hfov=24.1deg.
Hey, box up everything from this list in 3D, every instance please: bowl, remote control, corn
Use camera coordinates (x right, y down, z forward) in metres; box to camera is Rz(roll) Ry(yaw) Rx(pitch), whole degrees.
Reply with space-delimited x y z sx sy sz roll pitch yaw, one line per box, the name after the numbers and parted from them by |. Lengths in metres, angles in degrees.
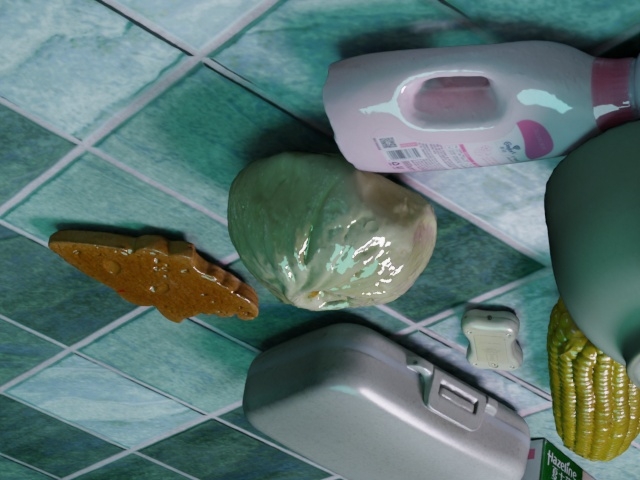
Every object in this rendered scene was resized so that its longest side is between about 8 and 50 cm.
0.379 0.045 1.408 0.354 0.185 0.354 8 152 4 | bowl
0.217 0.125 1.891 0.074 0.032 0.122 5 149 13 | remote control
0.341 0.169 1.830 0.131 0.131 0.344 4 151 14 | corn

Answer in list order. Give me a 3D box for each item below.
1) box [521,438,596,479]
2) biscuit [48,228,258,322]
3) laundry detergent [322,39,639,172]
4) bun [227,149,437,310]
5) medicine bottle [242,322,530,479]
0.338 0.392 2.189 0.081 0.135 0.199 -12 143 35 | box
-0.209 0.042 1.905 0.280 0.043 0.183 21 145 -5 | biscuit
0.176 -0.132 1.430 0.335 0.088 0.159 -4 146 24 | laundry detergent
0.000 0.000 1.618 0.244 0.153 0.244 17 161 6 | bun
0.091 0.248 2.053 0.375 0.123 0.282 32 143 -28 | medicine bottle
